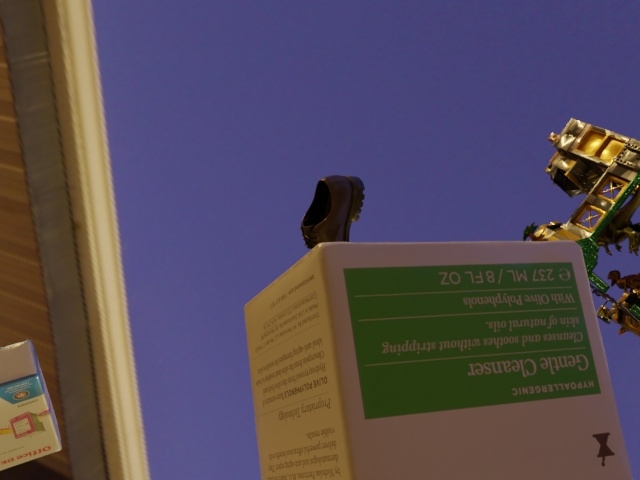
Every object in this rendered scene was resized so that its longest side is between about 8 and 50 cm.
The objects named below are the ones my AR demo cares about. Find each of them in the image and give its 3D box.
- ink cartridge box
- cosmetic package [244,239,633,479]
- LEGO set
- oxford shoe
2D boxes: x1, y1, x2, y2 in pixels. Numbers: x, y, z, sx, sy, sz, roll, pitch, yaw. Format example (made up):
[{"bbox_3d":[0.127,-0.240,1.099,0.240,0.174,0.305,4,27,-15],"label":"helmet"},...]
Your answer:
[{"bbox_3d":[-0.309,0.166,0.790,0.122,0.089,0.052,92,-26,-42],"label":"ink cartridge box"},{"bbox_3d":[0.080,0.195,0.502,0.155,0.197,0.365,140,-56,-60],"label":"cosmetic package"},{"bbox_3d":[0.410,-0.018,1.166,0.254,0.331,0.192,-62,-148,8],"label":"LEGO set"},{"bbox_3d":[0.000,0.000,1.356,0.083,0.096,0.227,18,-78,50],"label":"oxford shoe"}]
